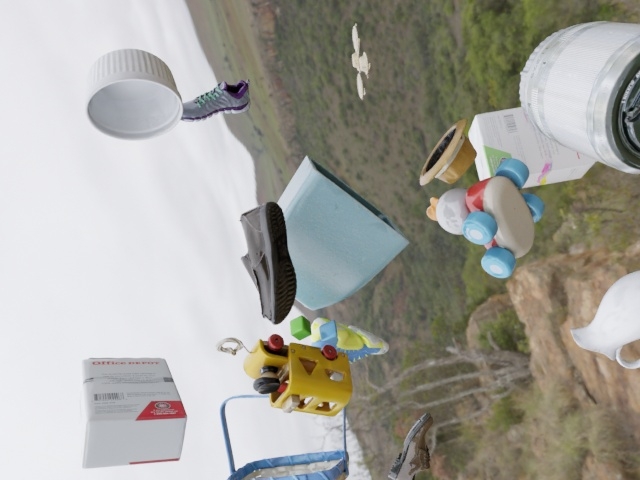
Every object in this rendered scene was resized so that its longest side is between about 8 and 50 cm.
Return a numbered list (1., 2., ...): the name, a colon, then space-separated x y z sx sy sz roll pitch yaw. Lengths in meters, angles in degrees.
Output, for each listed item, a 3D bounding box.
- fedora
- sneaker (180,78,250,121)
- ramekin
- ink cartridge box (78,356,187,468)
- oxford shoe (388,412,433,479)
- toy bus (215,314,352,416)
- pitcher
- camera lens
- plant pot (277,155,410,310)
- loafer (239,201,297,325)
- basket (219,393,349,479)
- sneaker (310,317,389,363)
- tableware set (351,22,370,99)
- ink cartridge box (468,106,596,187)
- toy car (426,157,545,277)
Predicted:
1. fedora: 0.313 -0.195 1.353 0.079 0.194 0.194 34 -176 -5
2. sneaker: -0.304 -0.401 1.595 0.083 0.224 0.098 57 153 32
3. ramekin: -0.415 -0.325 1.264 0.207 0.207 0.109 72 -177 -65
4. ink cartridge box: -0.424 0.368 1.262 0.273 0.197 0.114 35 116 61
5. oxford shoe: 0.282 0.599 1.636 0.083 0.096 0.227 -10 -57 -66
6. toy bus: -0.047 0.231 0.946 0.191 0.202 0.104 63 -167 -44
7. pitcher: 0.691 0.180 1.258 0.178 0.207 0.125 30 -154 -7
8. camera lens: 0.489 -0.244 0.949 0.274 0.219 0.219 -115 6 -65
9. plant pot: 0.000 0.000 1.242 0.247 0.252 0.248 36 -170 -12
10. loafer: -0.097 0.041 1.015 0.080 0.078 0.220 -20 -74 -62
11. basket: -0.067 0.445 1.133 0.201 0.255 0.289 20 -116 -80
12. sneaker: 0.062 0.278 1.443 0.091 0.240 0.126 19 86 60
13. tableware set: 0.102 -0.459 1.472 0.141 0.020 0.168 90 171 -69
14. ink cartridge box: 0.617 -0.266 1.596 0.119 0.353 0.207 74 -172 -73
15. toy car: 0.366 -0.053 1.362 0.238 0.219 0.210 2 137 49
